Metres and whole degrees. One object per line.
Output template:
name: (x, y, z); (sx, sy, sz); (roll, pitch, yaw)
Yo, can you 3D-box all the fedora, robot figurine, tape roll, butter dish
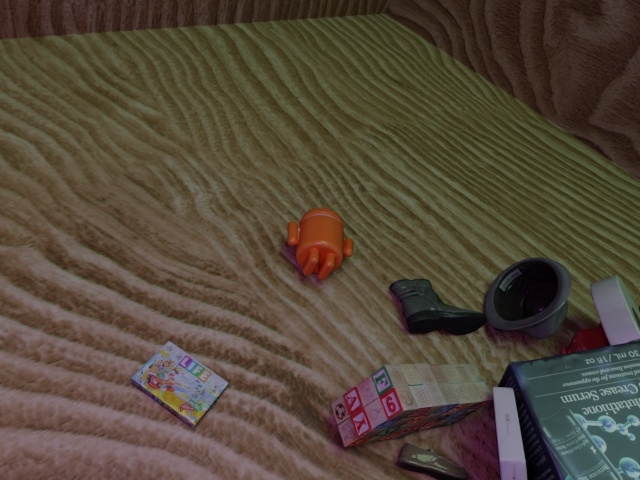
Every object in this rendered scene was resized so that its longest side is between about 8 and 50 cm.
fedora: (0.592, 0.176, 1.220); (0.124, 0.244, 0.275); (47, 34, -18)
robot figurine: (0.002, 0.001, 1.178); (0.158, 0.128, 0.219); (-11, 44, 15)
tape roll: (0.830, 0.281, 1.152); (0.392, 0.072, 0.391); (34, 42, -37)
butter dish: (0.709, 0.310, 1.178); (0.119, 0.160, 0.159); (4, 38, 15)

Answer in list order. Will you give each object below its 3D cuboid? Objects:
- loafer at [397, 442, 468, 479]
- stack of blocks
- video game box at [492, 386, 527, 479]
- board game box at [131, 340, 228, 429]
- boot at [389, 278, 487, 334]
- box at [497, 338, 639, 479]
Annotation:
loafer: (0.231, 0.450, 0.892); (0.148, 0.056, 0.050); (19, 50, -4)
stack of blocks: (0.194, 0.333, 0.903); (0.297, 0.171, 0.087); (12, 43, -38)
video game box: (0.363, 0.419, 0.839); (0.048, 0.186, 0.205); (-7, 16, 20)
board game box: (-0.276, 0.282, 0.866); (0.154, 0.026, 0.103); (32, 44, 9)
boot: (0.319, 0.166, 1.187); (0.247, 0.083, 0.161); (6, 41, -19)
box: (0.568, 0.434, 0.858); (0.294, 0.211, 0.395); (-11, 51, 1)
